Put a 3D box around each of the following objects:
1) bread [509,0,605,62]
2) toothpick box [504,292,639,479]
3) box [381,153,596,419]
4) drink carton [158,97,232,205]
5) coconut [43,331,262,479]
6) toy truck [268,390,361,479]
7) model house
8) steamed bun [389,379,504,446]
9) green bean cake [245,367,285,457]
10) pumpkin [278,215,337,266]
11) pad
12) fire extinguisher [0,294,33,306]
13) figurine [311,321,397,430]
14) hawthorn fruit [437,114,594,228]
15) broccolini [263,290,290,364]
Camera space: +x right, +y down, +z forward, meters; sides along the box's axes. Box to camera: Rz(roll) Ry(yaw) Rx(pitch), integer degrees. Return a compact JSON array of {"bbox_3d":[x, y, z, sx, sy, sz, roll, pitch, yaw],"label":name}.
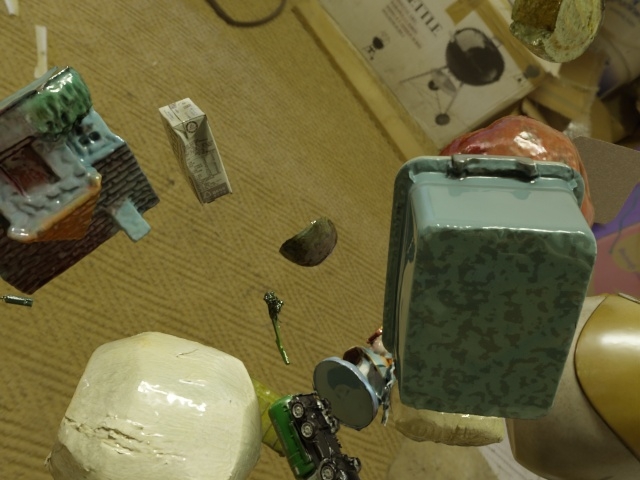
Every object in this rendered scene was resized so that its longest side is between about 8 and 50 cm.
[{"bbox_3d":[0.532,-0.502,1.213,0.257,0.186,0.124,14,23,-48],"label":"bread"},{"bbox_3d":[0.615,0.311,1.162,0.409,0.425,0.409,-6,90,-77],"label":"toothpick box"},{"bbox_3d":[0.140,0.044,0.477,0.162,0.227,0.130,4,28,5],"label":"box"},{"bbox_3d":[-0.443,-0.311,1.909,0.132,0.324,0.194,-26,40,-17],"label":"drink carton"},{"bbox_3d":[-0.271,0.352,0.966,0.360,0.346,0.346,21,51,-14],"label":"coconut"},{"bbox_3d":[-0.018,0.423,1.099,0.101,0.125,0.242,18,35,-54],"label":"toy truck"},{"bbox_3d":[-0.493,-0.069,0.950,0.360,0.297,0.339,-41,123,-17],"label":"model house"},{"bbox_3d":[0.212,0.340,1.066,0.212,0.231,0.110,14,96,-37],"label":"steamed bun"},{"bbox_3d":[-0.169,0.468,1.500,0.233,0.236,0.124,41,77,-17],"label":"green bean cake"},{"bbox_3d":[0.000,0.000,2.168,0.312,0.169,0.148,-34,84,-40],"label":"pumpkin"},{"bbox_3d":[0.580,-0.122,1.143,0.266,0.176,0.002,6,27,-28],"label":"pad"},{"bbox_3d":[-0.835,0.162,1.477,0.083,0.038,0.025,15,50,-29],"label":"fire extinguisher"},{"bbox_3d":[0.199,0.310,1.375,0.248,0.276,0.388,37,40,25],"label":"figurine"},{"bbox_3d":[0.284,-0.052,0.825,0.258,0.258,0.262,36,74,-22],"label":"hawthorn fruit"},{"bbox_3d":[-0.139,0.307,1.888,0.062,0.123,0.271,-15,88,-11],"label":"broccolini"}]
